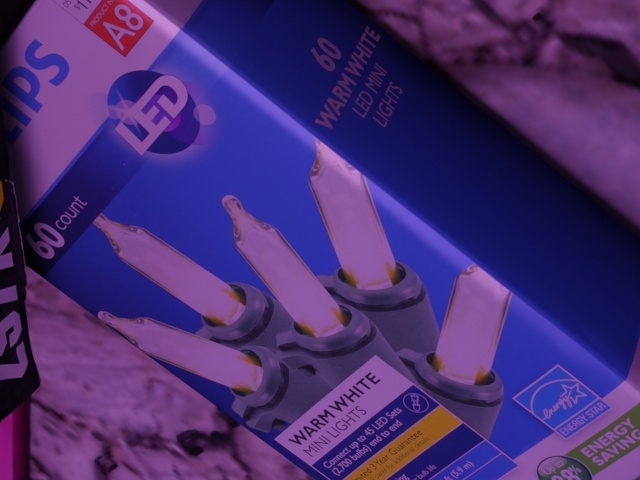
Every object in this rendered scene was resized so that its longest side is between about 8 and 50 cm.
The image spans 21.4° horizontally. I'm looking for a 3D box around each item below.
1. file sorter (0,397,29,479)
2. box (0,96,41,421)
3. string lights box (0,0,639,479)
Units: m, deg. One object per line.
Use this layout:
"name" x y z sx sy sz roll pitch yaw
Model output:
"file sorter" -0.264 0.195 0.778 0.202 0.182 0.290 15 129 8
"box" -0.251 -0.083 0.577 0.322 0.079 0.257 21 130 25
"string lights box" 0.000 0.000 0.607 0.260 0.076 0.133 37 131 -10
